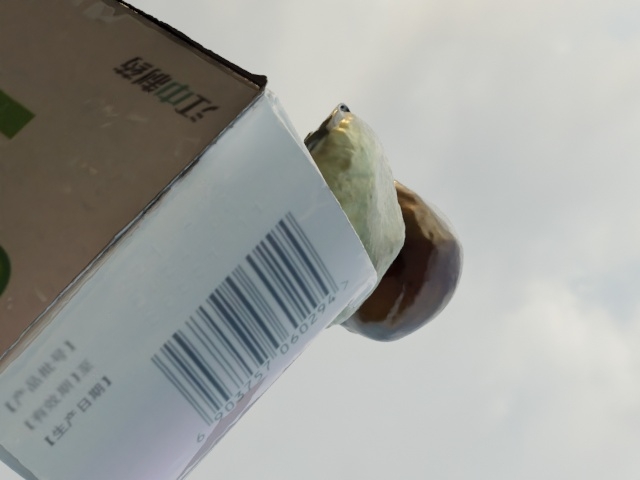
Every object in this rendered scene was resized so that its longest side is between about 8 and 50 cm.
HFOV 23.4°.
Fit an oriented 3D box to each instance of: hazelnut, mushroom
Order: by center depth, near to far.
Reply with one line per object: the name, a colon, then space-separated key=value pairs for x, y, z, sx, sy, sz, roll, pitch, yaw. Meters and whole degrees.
mushroom: x=0.001 y=0.000 z=1.682 sx=0.267 sy=0.164 sz=0.189 roll=-53 pitch=-177 yaw=16
hazelnut: x=0.074 y=0.024 z=2.008 sx=0.217 sy=0.217 sz=0.251 roll=-58 pitch=-141 yaw=3

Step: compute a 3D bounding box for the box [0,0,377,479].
box: x=-0.158 y=-0.033 z=0.710 sx=0.173 sy=0.145 sz=0.333 roll=-46 pitch=-128 yaw=-13
